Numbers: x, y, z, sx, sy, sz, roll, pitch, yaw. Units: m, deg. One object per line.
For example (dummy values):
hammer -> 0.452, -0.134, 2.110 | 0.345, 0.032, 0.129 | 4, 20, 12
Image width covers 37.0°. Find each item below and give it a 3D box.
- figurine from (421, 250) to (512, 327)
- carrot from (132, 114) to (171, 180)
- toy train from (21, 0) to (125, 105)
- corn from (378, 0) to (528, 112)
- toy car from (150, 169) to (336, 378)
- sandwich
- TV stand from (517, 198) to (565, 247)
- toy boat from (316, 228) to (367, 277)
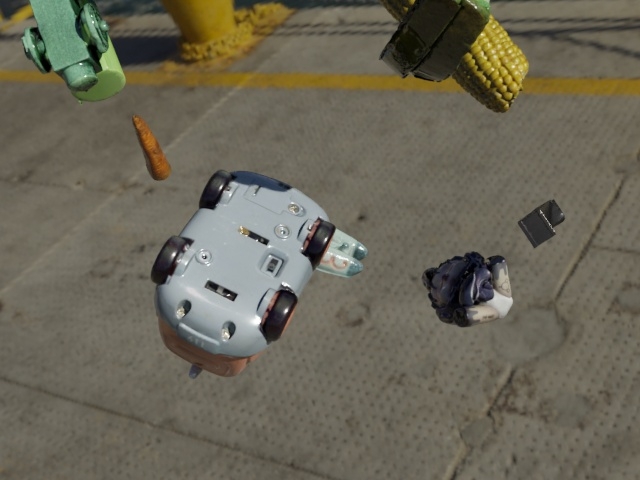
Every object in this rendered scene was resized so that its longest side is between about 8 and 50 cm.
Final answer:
figurine -> 0.269, 0.089, 1.725 | 0.145, 0.145, 0.222 | -28, 12, -13
carrot -> -0.401, -0.224, 2.212 | 0.057, 0.224, 0.057 | -4, 58, 7
toy train -> -0.316, -0.287, 1.175 | 0.105, 0.253, 0.157 | -23, -11, 1
corn -> 0.239, -0.401, 1.761 | 0.144, 0.144, 0.387 | -39, 81, -27
toy car -> -0.110, 0.054, 1.274 | 0.181, 0.212, 0.270 | 26, 54, 3
sandwich -> 0.136, -0.242, 1.065 | 0.159, 0.079, 0.235 | -58, 3, -26
TV stand -> 0.364, -0.032, 1.555 | 0.040, 0.049, 0.256 | -34, -5, 18
toy boat -> 0.000, 0.000, 1.980 | 0.208, 0.079, 0.134 | 22, 29, 3
